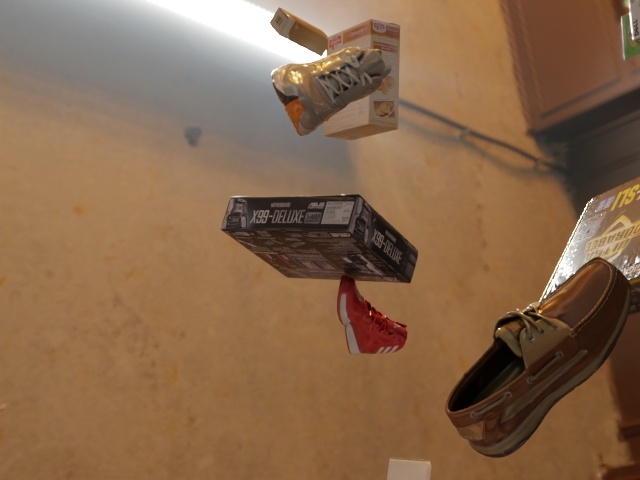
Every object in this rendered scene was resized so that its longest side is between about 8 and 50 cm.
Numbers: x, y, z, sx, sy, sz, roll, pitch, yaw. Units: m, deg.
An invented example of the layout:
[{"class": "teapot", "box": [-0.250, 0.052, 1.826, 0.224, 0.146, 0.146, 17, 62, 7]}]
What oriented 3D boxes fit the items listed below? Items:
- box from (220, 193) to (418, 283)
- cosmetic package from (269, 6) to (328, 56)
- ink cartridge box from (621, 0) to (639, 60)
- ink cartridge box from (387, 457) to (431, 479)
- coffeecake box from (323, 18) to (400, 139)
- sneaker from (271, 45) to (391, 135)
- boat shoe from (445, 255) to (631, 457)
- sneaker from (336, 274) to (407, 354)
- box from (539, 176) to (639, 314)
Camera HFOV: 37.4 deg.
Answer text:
[{"class": "box", "box": [0.000, 0.000, 1.835, 0.242, 0.307, 0.077, 38, -120, -47]}, {"class": "cosmetic package", "box": [-0.040, -0.415, 1.885, 0.115, 0.041, 0.060, 19, -155, -40]}, {"class": "ink cartridge box", "box": [0.665, -0.448, 1.851, 0.062, 0.209, 0.109, 16, -114, -36]}, {"class": "ink cartridge box", "box": [0.160, 0.511, 1.735, 0.140, 0.082, 0.191, -77, -14, -46]}, {"class": "coffeecake box", "box": [0.073, -0.283, 1.683, 0.068, 0.142, 0.186, 4, -95, -33]}, {"class": "sneaker", "box": [0.023, -0.224, 1.303, 0.099, 0.121, 0.262, 62, -156, -11]}, {"class": "boat shoe", "box": [0.300, 0.154, 1.317, 0.120, 0.122, 0.324, 39, -91, -29]}, {"class": "sneaker", "box": [0.109, 0.149, 1.892, 0.221, 0.128, 0.087, 74, -159, -49]}, {"class": "box", "box": [0.521, 0.007, 1.583, 0.079, 0.322, 0.257, 36, -111, -7]}]
